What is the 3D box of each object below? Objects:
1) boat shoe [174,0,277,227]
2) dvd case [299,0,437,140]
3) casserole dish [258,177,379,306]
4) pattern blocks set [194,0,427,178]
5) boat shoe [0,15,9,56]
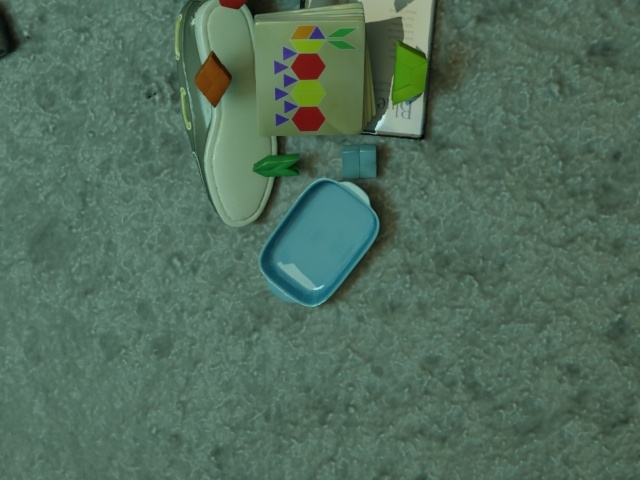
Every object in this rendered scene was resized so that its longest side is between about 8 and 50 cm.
[{"bbox_3d":[-0.130,-0.171,1.750,0.091,0.109,0.305,17,118,53],"label":"boat shoe"},{"bbox_3d":[0.057,-0.264,1.727,0.180,0.022,0.253,6,97,14],"label":"dvd case"},{"bbox_3d":[0.000,0.000,1.753,0.114,0.037,0.188,37,108,1],"label":"casserole dish"},{"bbox_3d":[-0.011,-0.210,1.643,0.285,0.026,0.325,5,129,-7],"label":"pattern blocks set"},{"bbox_3d":[-0.583,-0.227,1.852,0.335,0.112,0.095,-31,83,12],"label":"boat shoe"}]
